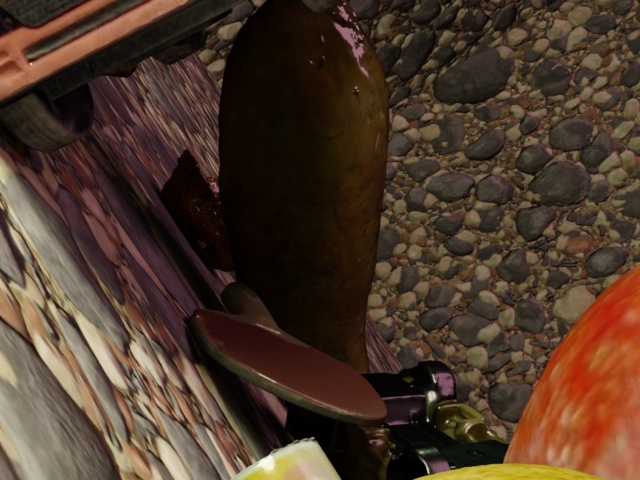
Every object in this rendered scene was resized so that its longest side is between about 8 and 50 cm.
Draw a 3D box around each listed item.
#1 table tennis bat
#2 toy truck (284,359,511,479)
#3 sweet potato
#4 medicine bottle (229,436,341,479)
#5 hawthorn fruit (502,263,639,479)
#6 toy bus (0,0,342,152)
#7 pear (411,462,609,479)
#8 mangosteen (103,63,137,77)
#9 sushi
[{"bbox_3d":[-0.032,0.068,0.957,0.131,0.022,0.234,22,7,-20],"label":"table tennis bat"},{"bbox_3d":[0.080,0.170,0.970,0.257,0.127,0.127,37,-57,49],"label":"toy truck"},{"bbox_3d":[-0.005,0.003,1.093,0.130,0.131,0.422,-119,-160,-60],"label":"sweet potato"},{"bbox_3d":[0.029,0.190,0.606,0.218,0.074,0.074,56,2,21],"label":"medicine bottle"},{"bbox_3d":[0.201,0.137,0.619,0.284,0.284,0.284,57,2,-3],"label":"hawthorn fruit"},{"bbox_3d":[-0.091,-0.223,0.842,0.233,0.203,0.427,62,17,-11],"label":"toy bus"},{"bbox_3d":[0.053,0.156,0.464,0.178,0.178,0.178,57,2,-3],"label":"pear"},{"bbox_3d":[-0.165,-0.227,1.144,0.199,0.200,0.200,57,2,-3],"label":"mangosteen"},{"bbox_3d":[-0.084,-0.020,1.199,0.118,0.060,0.061,57,-3,-32],"label":"sushi"}]
